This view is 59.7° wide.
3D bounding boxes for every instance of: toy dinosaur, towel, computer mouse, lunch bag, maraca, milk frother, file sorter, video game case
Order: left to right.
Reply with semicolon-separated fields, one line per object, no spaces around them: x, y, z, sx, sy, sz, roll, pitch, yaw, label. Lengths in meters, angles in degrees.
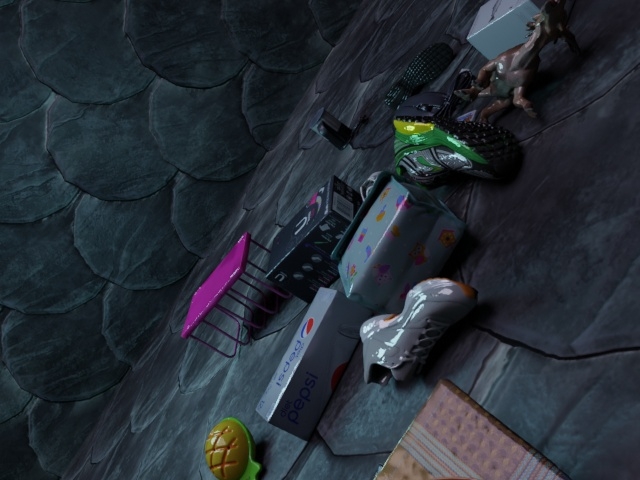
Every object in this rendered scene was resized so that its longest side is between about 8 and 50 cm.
-0.185;0.468;1.195;0.127;0.099;0.186;-54;46;13;maraca
-0.235;0.168;1.627;0.291;0.182;0.202;-48;21;21;file sorter
0.059;-0.392;1.856;0.143;0.134;0.129;-54;21;8;milk frother
0.134;-0.004;1.061;0.223;0.160;0.262;-61;14;14;lunch bag
0.251;-0.323;1.381;0.189;0.072;0.272;-59;17;-10;computer mouse
0.121;0.368;0.578;0.370;0.040;0.271;-56;42;1;towel
0.297;-0.227;1.234;0.087;0.011;0.122;-12;49;64;video game case
0.376;-0.328;1.059;0.200;0.127;0.295;-52;7;-7;toy dinosaur

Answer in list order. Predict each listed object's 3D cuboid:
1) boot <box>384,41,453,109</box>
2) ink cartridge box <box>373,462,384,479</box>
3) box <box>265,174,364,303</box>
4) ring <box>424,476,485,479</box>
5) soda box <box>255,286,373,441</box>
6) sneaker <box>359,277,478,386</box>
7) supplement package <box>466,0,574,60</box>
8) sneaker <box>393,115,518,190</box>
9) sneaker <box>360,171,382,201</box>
0.276;-0.497;1.602;0.246;0.083;0.161;-39;21;37;boot
0.127;0.358;0.697;0.207;0.046;0.097;-14;48;62;ink cartridge box
0.000;0.000;1.390;0.270;0.143;0.165;-45;22;31;box
0.132;0.394;0.500;0.336;0.032;0.337;-23;52;32;ring
-0.012;0.242;1.119;0.286;0.098;0.091;-61;19;-12;soda box
0.156;0.158;0.887;0.262;0.099;0.121;-47;28;47;sneaker
0.418;-0.467;1.175;0.179;0.105;0.105;-15;46;62;supplement package
0.261;-0.165;1.111;0.343;0.134;0.146;-142;49;-64;sneaker
0.139;-0.121;1.324;0.090;0.094;0.235;-52;19;17;sneaker
